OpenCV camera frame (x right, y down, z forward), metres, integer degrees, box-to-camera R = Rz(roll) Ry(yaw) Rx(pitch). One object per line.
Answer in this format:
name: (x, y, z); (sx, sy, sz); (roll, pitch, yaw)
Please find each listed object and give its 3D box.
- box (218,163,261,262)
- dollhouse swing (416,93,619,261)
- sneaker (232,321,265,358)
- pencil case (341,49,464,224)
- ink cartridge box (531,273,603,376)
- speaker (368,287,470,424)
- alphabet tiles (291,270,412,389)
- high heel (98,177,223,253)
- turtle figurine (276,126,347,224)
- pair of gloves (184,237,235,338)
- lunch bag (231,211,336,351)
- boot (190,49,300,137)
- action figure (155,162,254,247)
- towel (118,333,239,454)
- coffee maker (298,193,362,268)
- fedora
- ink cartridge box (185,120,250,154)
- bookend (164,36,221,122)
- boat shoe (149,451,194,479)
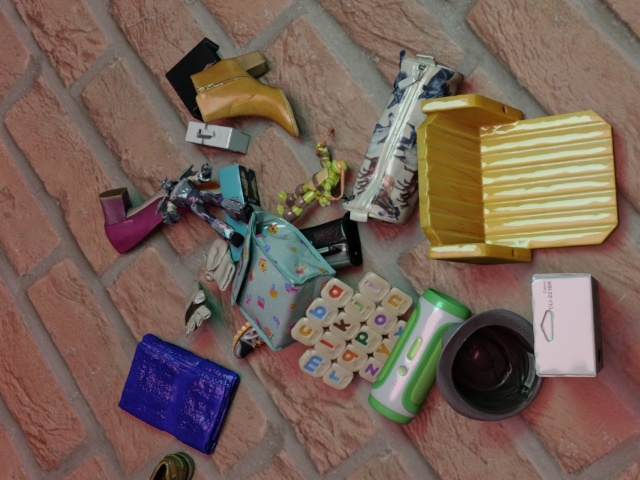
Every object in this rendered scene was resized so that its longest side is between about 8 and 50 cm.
box: (-0.195, -0.065, 2.024); (0.060, 0.100, 0.244); (-14, 80, 20)
dollhouse swing: (0.422, -0.135, 1.682); (0.305, 0.315, 0.347); (-7, 81, 43)
sneaker: (-0.137, 0.225, 1.981); (0.083, 0.084, 0.215); (46, 101, 15)
pencil case: (0.187, -0.225, 1.834); (0.160, 0.183, 0.410); (24, 95, 33)
ink cartridge box: (0.506, 0.172, 1.609); (0.114, 0.273, 0.197); (-4, 83, 23)
speaker: (0.223, 0.263, 1.798); (0.131, 0.131, 0.297); (30, 97, 23)
alphabet tiles: (0.081, 0.211, 1.822); (0.284, 0.278, 0.021); (-53, 27, 10)
high heel: (-0.406, -0.064, 2.138); (0.377, 0.127, 0.181); (-3, 118, 16)
turtle figurine: (-0.007, -0.145, 1.949); (0.217, 0.087, 0.270); (-36, 40, 26)
pair of gloves: (-0.290, 0.110, 1.998); (0.240, 0.042, 0.204); (-59, 25, 18)
lunch bag: (-0.111, 0.087, 1.844); (0.262, 0.160, 0.223); (45, 133, 32)
boot: (-0.196, -0.339, 2.016); (0.211, 0.104, 0.295); (-27, 68, -6)
action figure: (-0.297, -0.097, 1.962); (0.285, 0.099, 0.185); (28, 84, 23)
towel: (-0.379, 0.397, 2.067); (0.308, 0.076, 0.228); (21, 92, 23)
coffee maker: (0.000, 0.000, 1.940); (0.178, 0.120, 0.171); (-12, 56, 20)
fedora: (0.349, 0.256, 1.705); (0.275, 0.124, 0.244); (32, 92, -21)
ink cartridge box: (-0.270, -0.268, 2.077); (0.135, 0.099, 0.056); (13, 91, 24)
bookend: (-0.309, -0.430, 2.125); (0.157, 0.072, 0.156); (-40, 72, 14)
boat shoe: (-0.426, 0.695, 2.039); (0.110, 0.104, 0.307); (15, 91, 23)
